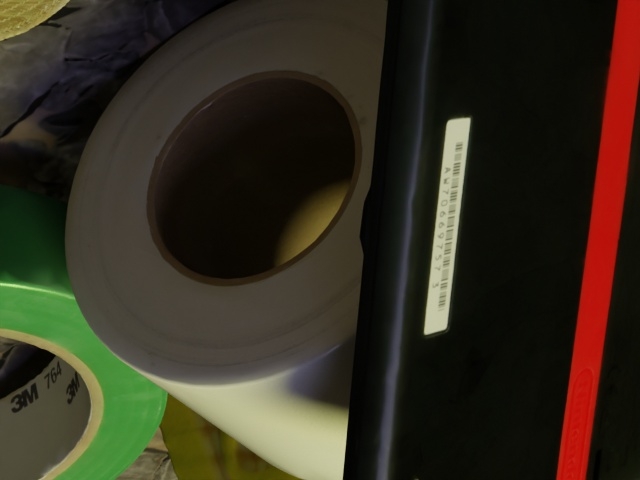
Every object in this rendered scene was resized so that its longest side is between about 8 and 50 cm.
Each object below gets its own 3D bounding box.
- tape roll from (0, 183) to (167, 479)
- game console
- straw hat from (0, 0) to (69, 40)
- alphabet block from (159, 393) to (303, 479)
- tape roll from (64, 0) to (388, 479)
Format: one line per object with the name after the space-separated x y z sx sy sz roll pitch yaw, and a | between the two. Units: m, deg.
-0.257 0.090 1.107 0.321 0.077 0.321 -12 146 -8 | tape roll
0.135 -0.033 0.945 0.342 0.060 0.386 -12 113 -45 | game console
-0.168 -0.171 0.868 0.144 0.061 0.144 -23 135 -25 | straw hat
0.028 0.157 1.280 0.192 0.193 0.197 -39 141 17 | alphabet block
0.000 0.000 1.024 0.246 0.246 0.169 -33 144 11 | tape roll
